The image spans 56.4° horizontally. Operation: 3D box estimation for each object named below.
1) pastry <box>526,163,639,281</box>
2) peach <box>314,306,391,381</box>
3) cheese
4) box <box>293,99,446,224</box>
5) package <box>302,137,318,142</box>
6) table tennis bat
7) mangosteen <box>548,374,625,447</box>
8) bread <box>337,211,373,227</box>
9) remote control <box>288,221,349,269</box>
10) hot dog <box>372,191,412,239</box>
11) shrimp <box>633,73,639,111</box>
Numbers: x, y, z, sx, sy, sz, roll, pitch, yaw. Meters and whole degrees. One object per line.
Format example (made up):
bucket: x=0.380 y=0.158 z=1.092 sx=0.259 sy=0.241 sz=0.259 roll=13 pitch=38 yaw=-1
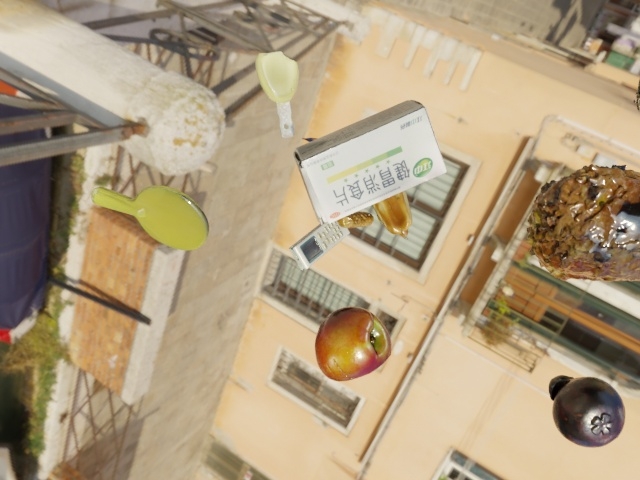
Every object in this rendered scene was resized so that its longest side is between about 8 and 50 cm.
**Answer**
pastry: x=0.718 y=-0.046 z=1.513 sx=0.337 sy=0.405 sz=0.292 roll=27 pitch=67 yaw=-53
peach: x=0.096 y=0.361 z=2.101 sx=0.275 sy=0.245 sz=0.249 roll=-27 pitch=166 yaw=34
cheese: x=-0.114 y=-0.435 z=1.780 sx=0.050 sy=0.127 sz=0.255 roll=-160 pitch=-121 yaw=-71
box: x=0.112 y=-0.189 z=1.433 sx=0.333 sy=0.173 sz=0.145 roll=-24 pitch=-160 yaw=0
package: x=0.010 y=-0.380 z=2.323 sx=0.083 sy=0.200 sz=0.022 roll=11 pitch=98 yaw=-34
table tennis bat: x=-0.489 y=-0.081 z=1.719 sx=0.054 sy=0.369 sz=0.224 roll=-64 pitch=167 yaw=-46
mangosteen: x=0.749 y=0.478 z=1.683 sx=0.210 sy=0.210 sz=0.209 roll=-53 pitch=162 yaw=-25
bread: x=0.099 y=-0.059 z=1.672 sx=0.157 sy=0.052 sz=0.044 roll=-6 pitch=110 yaw=-58
remote control: x=0.000 y=0.000 z=2.364 sx=0.277 sy=0.102 sz=0.056 roll=-39 pitch=-165 yaw=-37
hot dog: x=0.199 y=-0.126 z=1.745 sx=0.109 sy=0.269 sz=0.072 roll=-26 pitch=161 yaw=21
shrimp: x=0.932 y=-0.462 z=1.707 sx=0.101 sy=0.042 sz=0.190 roll=-37 pitch=134 yaw=-52
